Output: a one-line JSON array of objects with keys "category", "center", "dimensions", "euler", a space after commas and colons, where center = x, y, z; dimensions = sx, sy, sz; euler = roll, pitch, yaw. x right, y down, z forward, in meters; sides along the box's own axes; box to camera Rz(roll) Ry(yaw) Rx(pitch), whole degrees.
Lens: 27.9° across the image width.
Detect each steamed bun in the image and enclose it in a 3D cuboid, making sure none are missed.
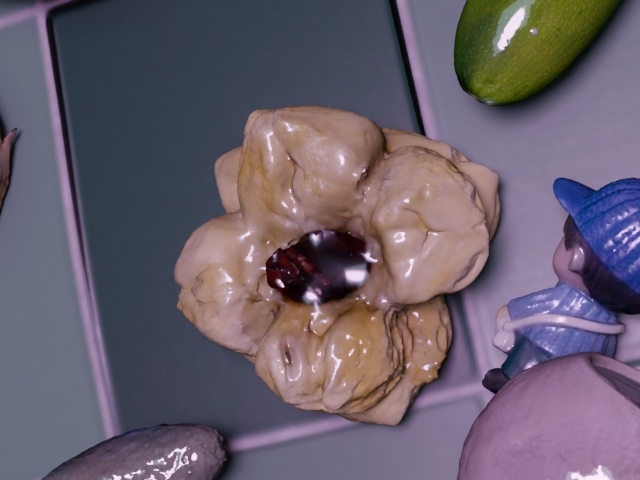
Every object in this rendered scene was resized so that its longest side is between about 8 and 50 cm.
[{"category": "steamed bun", "center": [0.000, 0.000, 0.759], "dimensions": [0.192, 0.106, 0.178], "euler": [31, 91, 21]}]

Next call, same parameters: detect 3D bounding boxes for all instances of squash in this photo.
[{"category": "squash", "center": [0.166, -0.205, 0.749], "dimensions": [0.082, 0.082, 0.293], "euler": [29, 90, 19]}]

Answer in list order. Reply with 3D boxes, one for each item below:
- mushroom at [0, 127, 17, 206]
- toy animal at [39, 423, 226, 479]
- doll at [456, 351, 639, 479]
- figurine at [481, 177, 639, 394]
[{"category": "mushroom", "center": [-0.340, -0.028, 0.829], "dimensions": [0.195, 0.189, 0.254], "euler": [30, 88, 17]}, {"category": "toy animal", "center": [-0.170, 0.174, 0.802], "dimensions": [0.252, 0.079, 0.070], "euler": [-22, 82, 15]}, {"category": "doll", "center": [0.104, 0.200, 0.673], "dimensions": [0.151, 0.151, 0.287], "euler": [31, 104, 19]}, {"category": "figurine", "center": [0.149, 0.031, 0.725], "dimensions": [0.086, 0.087, 0.149], "euler": [29, 93, -18]}]
